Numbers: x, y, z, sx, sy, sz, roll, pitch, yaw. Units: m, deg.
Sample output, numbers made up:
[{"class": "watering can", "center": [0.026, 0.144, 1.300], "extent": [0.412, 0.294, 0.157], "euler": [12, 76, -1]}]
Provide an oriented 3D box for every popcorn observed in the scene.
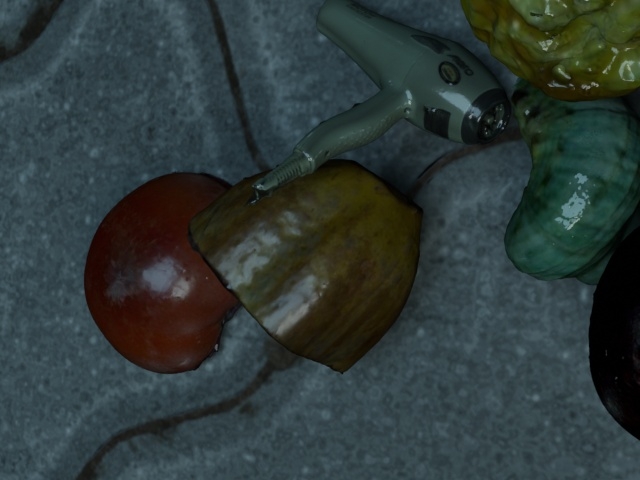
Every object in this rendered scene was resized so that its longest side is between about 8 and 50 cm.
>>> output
[{"class": "popcorn", "center": [0.233, -0.237, 1.052], "extent": [0.282, 0.282, 0.247], "euler": [-8, 90, 30]}]

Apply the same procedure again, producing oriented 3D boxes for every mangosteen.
[{"class": "mangosteen", "center": [0.339, 0.076, 1.055], "extent": [0.250, 0.211, 0.211], "euler": [6, 93, 4]}]

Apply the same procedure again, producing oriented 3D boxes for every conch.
[{"class": "conch", "center": [0.223, -0.048, 1.148], "extent": [0.122, 0.176, 0.188], "euler": [2, 114, 6]}]

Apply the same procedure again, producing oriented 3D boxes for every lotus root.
[{"class": "lotus root", "center": [0.000, 0.000, 1.256], "extent": [0.180, 0.188, 0.199], "euler": [-48, 65, 9]}]

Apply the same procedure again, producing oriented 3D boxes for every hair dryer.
[{"class": "hair dryer", "center": [0.016, -0.147, 1.239], "extent": [0.092, 0.267, 0.229], "euler": [89, 158, -44]}]

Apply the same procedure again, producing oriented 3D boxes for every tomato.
[{"class": "tomato", "center": [-0.181, 0.028, 1.396], "extent": [0.199, 0.112, 0.228], "euler": [35, 104, 27]}]
